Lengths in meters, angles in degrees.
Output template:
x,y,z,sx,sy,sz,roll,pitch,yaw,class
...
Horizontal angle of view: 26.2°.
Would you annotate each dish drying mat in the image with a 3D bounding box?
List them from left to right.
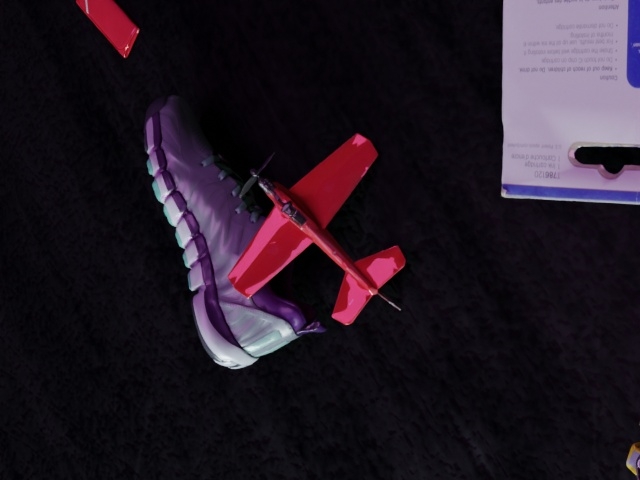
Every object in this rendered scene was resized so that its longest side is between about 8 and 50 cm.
x,y,z,sx,sy,sz,roll,pitch,yaw,class
-0.186,-0.196,1.194,0.083,0.008,0.032,49,124,29,dish drying mat

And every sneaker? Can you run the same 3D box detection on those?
x,y,z,sx,sy,sz,roll,pitch,yaw,class
-0.062,-0.018,1.067,0.098,0.083,0.224,-21,81,19,sneaker

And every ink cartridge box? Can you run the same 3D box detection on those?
x,y,z,sx,sy,sz,roll,pitch,yaw,class
0.187,-0.187,0.800,0.165,0.065,0.333,7,98,43,ink cartridge box

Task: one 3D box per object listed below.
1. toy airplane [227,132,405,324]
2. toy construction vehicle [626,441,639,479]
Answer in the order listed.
x,y,z,sx,sy,sz,roll,pitch,yaw,class
0.000,0.000,0.995,0.151,0.028,0.151,-1,88,14,toy airplane
0.216,0.090,0.789,0.035,0.085,0.098,36,119,43,toy construction vehicle
